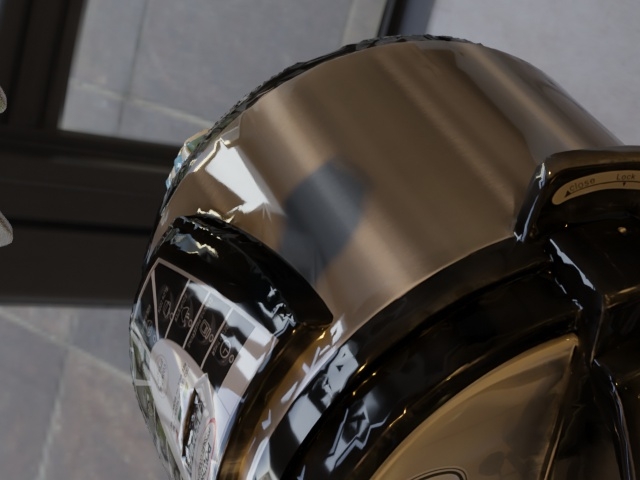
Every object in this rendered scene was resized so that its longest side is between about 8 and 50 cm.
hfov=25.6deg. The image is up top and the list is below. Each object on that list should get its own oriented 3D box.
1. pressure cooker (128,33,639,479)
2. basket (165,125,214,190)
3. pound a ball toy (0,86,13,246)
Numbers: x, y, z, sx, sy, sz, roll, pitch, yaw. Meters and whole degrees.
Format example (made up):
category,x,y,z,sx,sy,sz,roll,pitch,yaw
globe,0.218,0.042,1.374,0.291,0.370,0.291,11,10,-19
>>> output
category,x,y,z,sx,sy,sz,roll,pitch,yaw
pressure cooker,0.103,0.101,0.871,0.375,0.370,0.420,-40,39,6
basket,0.000,0.000,1.337,0.289,0.255,0.201,55,157,3
pound a ball toy,-0.310,-0.058,0.928,0.136,0.319,0.208,-8,71,3
